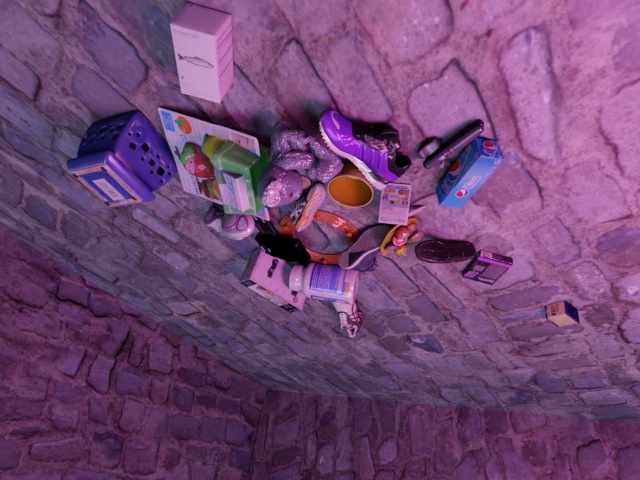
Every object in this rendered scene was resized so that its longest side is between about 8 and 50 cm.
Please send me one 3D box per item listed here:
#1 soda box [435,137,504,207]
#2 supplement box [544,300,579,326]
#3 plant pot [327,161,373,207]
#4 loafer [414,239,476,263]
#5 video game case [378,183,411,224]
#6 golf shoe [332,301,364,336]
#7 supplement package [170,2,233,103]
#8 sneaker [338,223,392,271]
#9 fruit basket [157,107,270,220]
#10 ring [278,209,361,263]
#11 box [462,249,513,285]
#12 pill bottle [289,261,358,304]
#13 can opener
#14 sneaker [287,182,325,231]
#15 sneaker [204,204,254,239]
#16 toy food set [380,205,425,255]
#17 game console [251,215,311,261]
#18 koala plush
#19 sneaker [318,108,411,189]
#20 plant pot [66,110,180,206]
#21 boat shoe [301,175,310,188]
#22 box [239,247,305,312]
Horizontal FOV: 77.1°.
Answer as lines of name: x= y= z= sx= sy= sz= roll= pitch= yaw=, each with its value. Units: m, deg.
soda box: x=0.393 y=-0.175 z=1.077 sx=0.071 sy=0.067 sz=0.210 roll=5 pitch=147 yaw=-13
supplement box: x=0.922 y=0.281 z=1.534 sx=0.083 sy=0.056 sz=0.083 roll=31 pitch=143 yaw=-22
plant pot: x=0.096 y=-0.176 z=1.187 sx=0.134 sy=0.095 sz=0.134 roll=11 pitch=145 yaw=8
loafer: x=0.413 y=0.049 z=1.355 sx=0.220 sy=0.080 sz=0.078 roll=3 pitch=157 yaw=-14
video game case: x=0.226 y=-0.112 z=1.224 sx=0.087 sy=0.121 sz=0.011 roll=7 pitch=-172 yaw=14
golf shoe: x=0.130 y=0.356 z=1.917 sx=0.105 sy=0.120 sz=0.272 roll=-6 pitch=139 yaw=32
supplement package: x=-0.274 y=-0.440 z=0.954 sx=0.105 sy=0.105 sz=0.179 roll=16 pitch=146 yaw=1
sneaker: x=0.191 y=0.034 z=1.462 sx=0.226 sy=0.086 sz=0.163 roll=-38 pitch=149 yaw=20
fruit basket: x=-0.327 y=-0.217 z=1.238 sx=0.353 sy=0.165 sz=0.327 roll=16 pitch=140 yaw=14
ring: x=0.000 y=0.000 z=1.537 sx=0.337 sy=0.032 sz=0.336 roll=12 pitch=146 yaw=8
box: x=0.593 y=0.100 z=1.437 sx=0.116 sy=0.029 sz=0.162 roll=15 pitch=145 yaw=3
pill bottle: x=0.015 y=0.171 z=1.669 sx=0.272 sy=0.152 sz=0.152 roll=8 pitch=145 yaw=13
can opener: x=0.334 y=-0.242 z=1.027 sx=0.073 sy=0.059 sz=0.186 roll=35 pitch=142 yaw=-25
sneaker: x=-0.055 y=-0.119 z=1.351 sx=0.083 sy=0.084 sz=0.214 roll=47 pitch=135 yaw=14
sneaker: x=-0.306 y=-0.061 z=1.477 sx=0.152 sy=0.114 sz=0.305 roll=35 pitch=168 yaw=-37
toy food set: x=0.279 y=-0.006 z=1.319 sx=0.128 sy=0.071 sz=0.217 roll=-22 pitch=153 yaw=-23
game console: x=-0.188 y=-0.039 z=1.517 sx=0.213 sy=0.044 sz=0.361 roll=9 pitch=145 yaw=35
koala plush: x=-0.094 y=-0.186 z=1.100 sx=0.203 sy=0.221 sz=0.196 roll=36 pitch=-177 yaw=-18
sneaker: x=0.131 y=-0.263 z=1.057 sx=0.293 sy=0.102 sz=0.146 roll=34 pitch=138 yaw=-32
plant pot: x=-0.633 y=-0.243 z=1.292 sx=0.236 sy=0.212 sz=0.236 roll=-4 pitch=141 yaw=26
boat shoe: x=-0.108 y=-0.182 z=1.305 sx=0.153 sy=0.048 sz=0.056 roll=8 pitch=145 yaw=13
box: x=-0.189 y=0.173 z=1.745 sx=0.290 sy=0.169 sz=0.087 roll=36 pitch=144 yaw=-29
